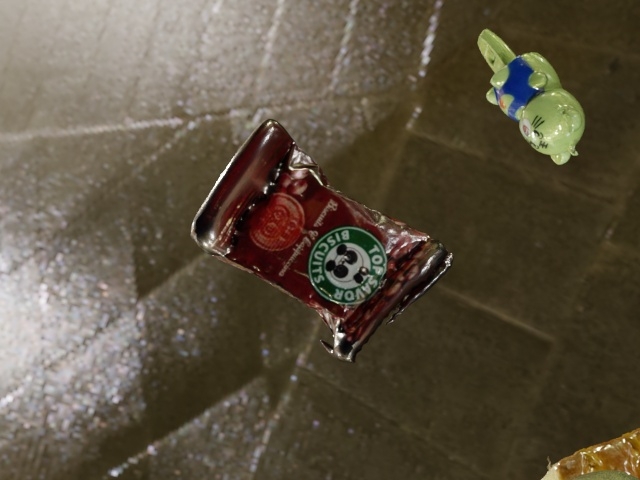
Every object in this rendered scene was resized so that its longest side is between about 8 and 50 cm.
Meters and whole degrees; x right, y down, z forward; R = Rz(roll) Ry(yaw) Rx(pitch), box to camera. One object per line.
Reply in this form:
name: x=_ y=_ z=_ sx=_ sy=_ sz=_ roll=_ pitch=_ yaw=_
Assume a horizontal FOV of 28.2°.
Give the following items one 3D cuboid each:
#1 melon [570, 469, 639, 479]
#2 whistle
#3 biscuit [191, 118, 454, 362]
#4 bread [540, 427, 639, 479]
melon: x=0.224 y=0.243 z=1.044 sx=0.130 sy=0.098 sz=0.098 roll=-33 pitch=49 yaw=26
whistle: x=0.282 y=-0.200 z=1.725 sx=0.085 sy=0.105 sz=0.227 roll=-26 pitch=65 yaw=-18
biscuit: x=-0.005 y=0.004 z=1.240 sx=0.235 sy=0.063 sz=0.151 roll=37 pitch=86 yaw=16
bread: x=0.440 y=0.383 z=1.615 sx=0.207 sy=0.279 sz=0.279 roll=102 pitch=152 yaw=-60
